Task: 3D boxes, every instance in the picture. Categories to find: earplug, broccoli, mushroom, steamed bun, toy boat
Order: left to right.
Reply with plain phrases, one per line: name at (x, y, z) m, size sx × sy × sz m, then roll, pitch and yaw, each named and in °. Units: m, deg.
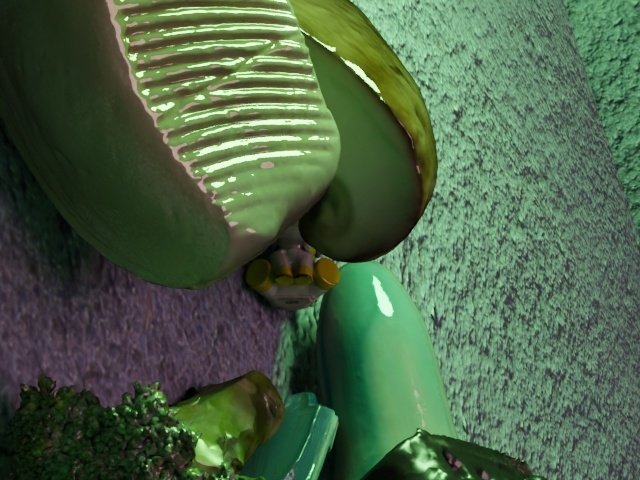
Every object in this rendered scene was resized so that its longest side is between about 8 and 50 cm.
steamed bun at (-0.168, -0.152, 1.040) m, size 0.247 × 0.236 × 0.383 m, roll -40°, pitch 108°, yaw -51°
broccoli at (-0.109, 0.226, 1.054) m, size 0.252 × 0.221 × 0.361 m, roll 47°, pitch 18°, yaw 21°
toy boat at (-0.035, 0.264, 1.266) m, size 0.215 × 0.088 × 0.102 m, roll -62°, pitch 136°, yaw -54°
mushroom at (0.023, -0.167, 1.333) m, size 0.224 × 0.314 × 0.397 m, roll -63°, pitch 172°, yaw 24°
earplug at (0.068, 0.177, 1.392) m, size 0.185 × 0.185 × 0.324 m, roll 23°, pitch 50°, yaw -58°

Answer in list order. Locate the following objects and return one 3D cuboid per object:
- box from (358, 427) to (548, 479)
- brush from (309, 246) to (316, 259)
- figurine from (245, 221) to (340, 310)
box at (0.058, 0.340, 1.167) m, size 0.091 × 0.350 × 0.359 m, roll 52°, pitch 13°, yaw 33°
brush at (0.000, 0.000, 1.528) m, size 0.043 × 0.014 × 0.170 m, roll 66°, pitch 30°, yaw -24°
figurine at (-0.038, -0.005, 1.392) m, size 0.129 × 0.109 × 0.178 m, roll 77°, pitch 6°, yaw -80°
